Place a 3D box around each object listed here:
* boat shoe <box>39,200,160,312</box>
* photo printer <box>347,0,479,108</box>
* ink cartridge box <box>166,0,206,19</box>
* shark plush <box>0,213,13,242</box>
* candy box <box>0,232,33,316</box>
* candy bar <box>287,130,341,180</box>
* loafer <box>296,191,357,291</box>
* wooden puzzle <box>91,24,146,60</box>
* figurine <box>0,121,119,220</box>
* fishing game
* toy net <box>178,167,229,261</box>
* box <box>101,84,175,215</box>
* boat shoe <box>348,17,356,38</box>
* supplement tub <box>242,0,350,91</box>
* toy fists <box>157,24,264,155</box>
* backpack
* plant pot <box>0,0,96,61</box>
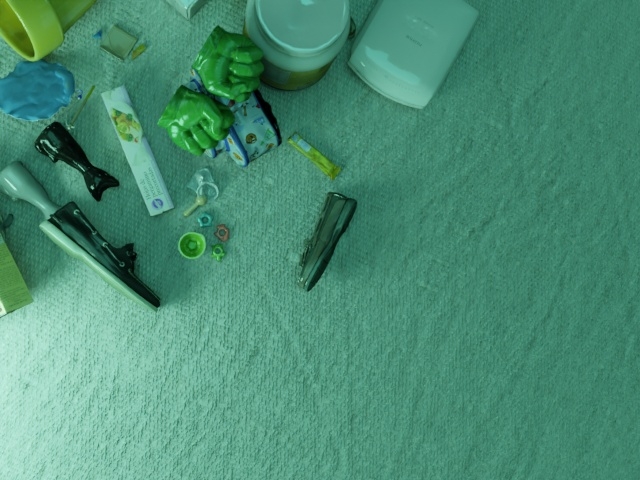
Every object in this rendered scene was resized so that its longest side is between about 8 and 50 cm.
[{"bbox_3d":[-0.499,0.037,1.716,0.340,0.127,0.113,40,70,-13],"label":"boat shoe"},{"bbox_3d":[0.231,-0.512,1.844,0.256,0.107,0.307,31,85,-7],"label":"photo printer"},{"bbox_3d":[-0.358,-0.691,1.761,0.237,0.100,0.172,41,83,-6],"label":"ink cartridge box"},{"bbox_3d":[-0.785,-0.003,1.702,0.073,0.067,0.161,9,88,-9],"label":"shark plush"},{"bbox_3d":[-0.807,0.037,1.644,0.183,0.087,0.316,-23,94,31],"label":"candy box"},{"bbox_3d":[-0.017,-0.220,1.847,0.161,0.018,0.040,39,80,-6],"label":"candy bar"},{"bbox_3d":[0.000,0.000,1.821,0.084,0.096,0.267,26,78,12],"label":"loafer"},{"bbox_3d":[-0.500,-0.490,1.782,0.116,0.014,0.078,38,80,-6],"label":"wooden puzzle"},{"bbox_3d":[-0.630,-0.138,1.723,0.209,0.092,0.215,45,84,-10],"label":"figurine"},{"bbox_3d":[-0.681,-0.357,1.714,0.264,0.041,0.189,14,62,2],"label":"fishing game"},{"bbox_3d":[-0.284,-0.066,1.790,0.122,0.045,0.232,6,88,-8],"label":"toy net"},{"bbox_3d":[-0.446,-0.218,1.758,0.063,0.067,0.324,-22,93,-8],"label":"box"},{"bbox_3d":[0.047,-0.594,1.855,0.056,0.048,0.153,-30,87,4],"label":"boat shoe"},{"bbox_3d":[-0.062,-0.498,1.686,0.241,0.331,0.241,0,89,-9],"label":"supplement tub"},{"bbox_3d":[-0.227,-0.312,1.535,0.142,0.096,0.279,32,104,-11],"label":"toy fists"},{"bbox_3d":[-0.216,-0.303,1.706,0.213,0.276,0.263,-37,101,-3],"label":"backpack"},{"bbox_3d":[-0.644,-0.585,1.656,0.239,0.254,0.254,-43,95,-21],"label":"plant pot"}]
